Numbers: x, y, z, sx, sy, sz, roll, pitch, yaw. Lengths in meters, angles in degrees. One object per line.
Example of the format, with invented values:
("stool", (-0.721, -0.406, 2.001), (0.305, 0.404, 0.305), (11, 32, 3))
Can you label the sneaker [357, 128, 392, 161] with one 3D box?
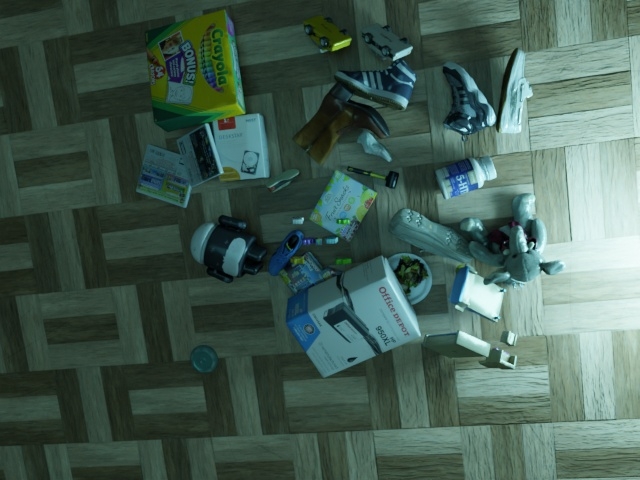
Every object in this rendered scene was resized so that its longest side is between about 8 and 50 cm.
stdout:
("sneaker", (0.195, -0.331, 1.833), (0.152, 0.054, 0.061), (46, 107, 9))

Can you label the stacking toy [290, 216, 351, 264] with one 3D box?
("stacking toy", (0.000, 0.000, 1.837), (0.221, 0.052, 0.167), (0, 104, 1))

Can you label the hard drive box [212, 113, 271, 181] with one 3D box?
("hard drive box", (-0.291, -0.340, 1.885), (0.181, 0.089, 0.232), (-6, 96, 9))

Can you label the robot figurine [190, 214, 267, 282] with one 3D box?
("robot figurine", (-0.345, 0.035, 1.901), (0.278, 0.173, 0.209), (19, 69, 6))

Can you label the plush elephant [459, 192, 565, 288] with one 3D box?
("plush elephant", (0.649, 0.034, 1.694), (0.272, 0.255, 0.330), (-17, 96, 5))

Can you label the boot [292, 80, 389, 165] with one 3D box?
("boot", (0.071, -0.372, 1.800), (0.264, 0.096, 0.280), (38, 117, -5))

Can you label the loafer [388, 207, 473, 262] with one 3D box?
("loafer", (0.396, -0.004, 1.823), (0.319, 0.112, 0.111), (29, 137, 0))

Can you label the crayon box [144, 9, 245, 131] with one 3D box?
("crayon box", (-0.450, -0.605, 1.825), (0.313, 0.106, 0.363), (-11, 80, 11))

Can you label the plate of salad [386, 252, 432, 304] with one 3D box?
("plate of salad", (0.310, 0.145, 1.873), (0.200, 0.048, 0.199), (1, 97, 9))

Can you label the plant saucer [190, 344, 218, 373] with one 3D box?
("plant saucer", (-0.472, 0.483, 2.050), (0.119, 0.021, 0.119), (1, 97, 9))

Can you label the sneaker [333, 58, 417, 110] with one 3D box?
("sneaker", (0.198, -0.573, 1.777), (0.282, 0.099, 0.153), (26, 91, 13))

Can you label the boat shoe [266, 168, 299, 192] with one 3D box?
("boat shoe", (-0.136, -0.222, 1.900), (0.137, 0.049, 0.043), (-26, 135, 9))

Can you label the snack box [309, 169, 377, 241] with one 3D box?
("snack box", (0.083, -0.127, 1.862), (0.174, 0.070, 0.207), (31, 100, 3))

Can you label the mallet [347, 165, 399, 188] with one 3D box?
("mallet", (0.188, -0.230, 1.854), (0.190, 0.039, 0.062), (9, 95, 12))

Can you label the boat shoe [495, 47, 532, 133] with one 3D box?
("boat shoe", (0.665, -0.501, 1.717), (0.096, 0.098, 0.277), (7, 107, 7))

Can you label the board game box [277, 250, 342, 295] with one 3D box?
("board game box", (-0.024, 0.140, 1.918), (0.194, 0.060, 0.194), (-37, 90, 11))

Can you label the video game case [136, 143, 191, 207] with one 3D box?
("video game case", (-0.595, -0.251, 1.976), (0.212, 0.023, 0.193), (19, 99, 5))

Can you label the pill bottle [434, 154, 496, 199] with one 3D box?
("pill bottle", (0.503, -0.224, 1.764), (0.187, 0.112, 0.112), (-20, 94, 11))

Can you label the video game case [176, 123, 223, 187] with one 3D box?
("video game case", (-0.448, -0.313, 1.887), (0.173, 0.022, 0.190), (-17, 90, 36))

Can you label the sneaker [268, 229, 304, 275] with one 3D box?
("sneaker", (-0.138, 0.048, 1.914), (0.069, 0.082, 0.209), (36, 102, 1))

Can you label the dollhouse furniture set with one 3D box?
("dollhouse furniture set", (0.554, 0.275, 1.845), (0.286, 0.198, 0.303), (26, 69, -16))

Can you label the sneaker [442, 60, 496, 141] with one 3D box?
("sneaker", (0.468, -0.471, 1.742), (0.153, 0.101, 0.268), (-37, 93, 9))

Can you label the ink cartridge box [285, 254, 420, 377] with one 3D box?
("ink cartridge box", (0.116, 0.273, 1.816), (0.395, 0.166, 0.285), (-26, 113, 12))

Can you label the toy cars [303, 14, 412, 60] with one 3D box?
("toy cars", (0.122, -0.685, 1.767), (0.394, 0.176, 0.087), (11, 143, 7))
